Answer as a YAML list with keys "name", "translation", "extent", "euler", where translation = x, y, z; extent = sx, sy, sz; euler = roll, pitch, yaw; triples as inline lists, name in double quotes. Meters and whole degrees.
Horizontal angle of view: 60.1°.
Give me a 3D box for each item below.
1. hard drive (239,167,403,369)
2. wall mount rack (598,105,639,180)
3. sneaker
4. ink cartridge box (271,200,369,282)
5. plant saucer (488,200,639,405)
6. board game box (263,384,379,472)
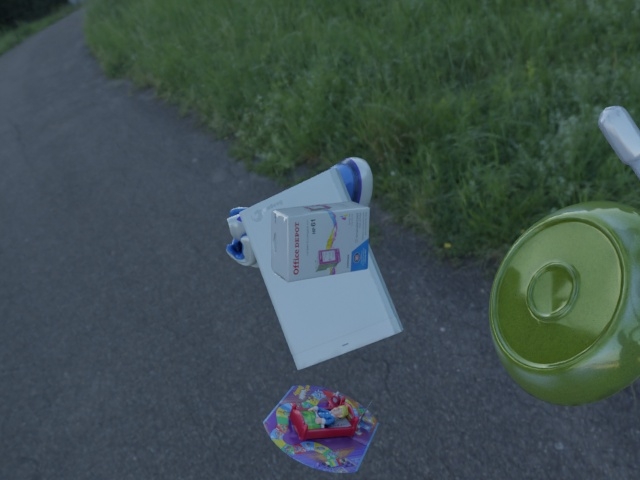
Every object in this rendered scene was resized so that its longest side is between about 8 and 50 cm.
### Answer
- name: "hard drive"
  translation: [-0.004, 0.052, 0.994]
  extent: [0.203, 0.308, 0.040]
  euler: [-24, -8, 15]
- name: "wall mount rack"
  translation: [0.336, -0.005, 0.274]
  extent: [0.350, 0.130, 0.304]
  euler: [-32, 47, 6]
- name: "sneaker"
  translation: [-0.063, -0.048, 1.127]
  extent: [0.236, 0.130, 0.323]
  euler: [-2, -32, -37]
- name: "ink cartridge box"
  translation: [0.000, 0.000, 0.729]
  extent: [0.122, 0.089, 0.052]
  euler: [-8, 17, -26]
- name: "plant saucer"
  translation: [0.273, 0.062, 0.627]
  extent: [0.241, 0.037, 0.241]
  euler: [-47, 32, 42]
- name: "board game box"
  translation: [0.007, 0.230, 0.730]
  extent: [0.133, 0.033, 0.168]
  euler: [21, 19, 15]
